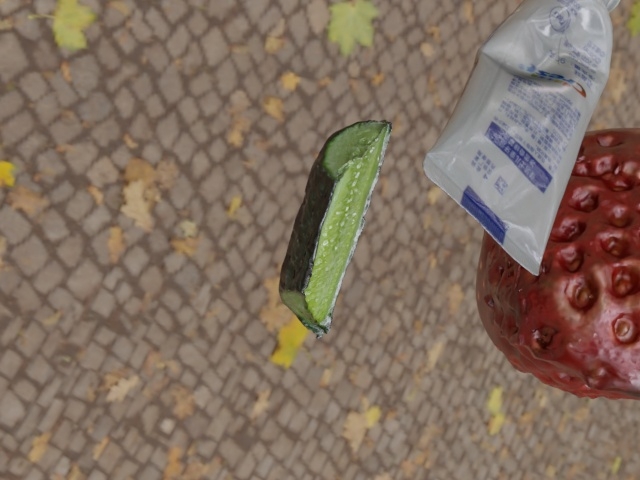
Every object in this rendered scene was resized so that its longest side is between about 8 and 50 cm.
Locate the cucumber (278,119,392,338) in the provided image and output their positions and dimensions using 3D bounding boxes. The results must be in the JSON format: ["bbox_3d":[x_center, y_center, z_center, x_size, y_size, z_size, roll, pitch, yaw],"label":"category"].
[{"bbox_3d":[0.000,0.000,0.959,0.070,0.046,0.220,-36,147,-53],"label":"cucumber"}]

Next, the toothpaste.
[{"bbox_3d":[0.137,-0.095,0.733,0.096,0.061,0.266,41,48,-13],"label":"toothpaste"}]

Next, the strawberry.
[{"bbox_3d":[0.288,0.030,1.097,0.295,0.317,0.345,-50,170,17],"label":"strawberry"}]
